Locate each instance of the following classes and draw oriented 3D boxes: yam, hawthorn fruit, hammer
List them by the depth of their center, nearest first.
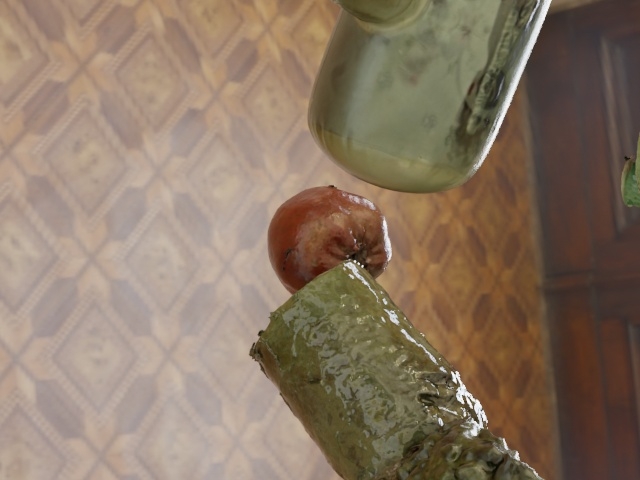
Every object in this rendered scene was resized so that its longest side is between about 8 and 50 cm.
[{"bbox_3d":[0.013,-0.140,0.624,0.305,0.113,0.201,15,95,-54],"label":"hammer"},{"bbox_3d":[0.059,0.182,1.550,0.195,0.195,0.300,8,34,-51],"label":"yam"},{"bbox_3d":[0.000,0.000,1.843,0.185,0.202,0.185,-18,123,-29],"label":"hawthorn fruit"}]

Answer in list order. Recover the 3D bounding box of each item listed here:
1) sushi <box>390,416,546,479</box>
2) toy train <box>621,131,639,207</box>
[{"bbox_3d":[0.212,0.332,1.175,0.178,0.294,0.352,-51,137,-8],"label":"sushi"},{"bbox_3d":[0.321,-0.029,0.717,0.126,0.308,0.189,-52,147,-28],"label":"toy train"}]
